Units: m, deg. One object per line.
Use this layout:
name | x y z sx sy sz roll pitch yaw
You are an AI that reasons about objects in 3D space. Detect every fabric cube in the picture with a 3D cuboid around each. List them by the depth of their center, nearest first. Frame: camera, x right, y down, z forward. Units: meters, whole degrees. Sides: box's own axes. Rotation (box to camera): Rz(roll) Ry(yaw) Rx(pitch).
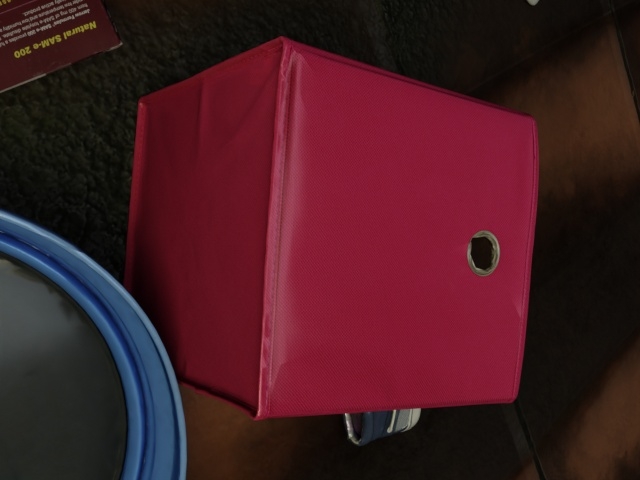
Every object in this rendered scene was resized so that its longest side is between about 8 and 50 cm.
fabric cube | 0.000 0.000 0.609 0.258 0.259 0.254 7 87 -36

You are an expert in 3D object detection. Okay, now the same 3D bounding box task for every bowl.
bowl | -0.286 0.157 0.457 0.391 0.077 0.391 -4 100 -27

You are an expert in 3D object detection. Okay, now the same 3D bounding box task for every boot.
boot | 0.065 0.131 0.775 0.086 0.069 0.190 -10 97 -40

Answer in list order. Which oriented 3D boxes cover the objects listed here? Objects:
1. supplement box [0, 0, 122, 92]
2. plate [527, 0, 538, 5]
supplement box | -0.246 -0.226 0.467 0.130 0.073 0.239 -23 126 -7
plate | 0.274 -0.519 0.955 0.277 0.045 0.278 35 69 -31
